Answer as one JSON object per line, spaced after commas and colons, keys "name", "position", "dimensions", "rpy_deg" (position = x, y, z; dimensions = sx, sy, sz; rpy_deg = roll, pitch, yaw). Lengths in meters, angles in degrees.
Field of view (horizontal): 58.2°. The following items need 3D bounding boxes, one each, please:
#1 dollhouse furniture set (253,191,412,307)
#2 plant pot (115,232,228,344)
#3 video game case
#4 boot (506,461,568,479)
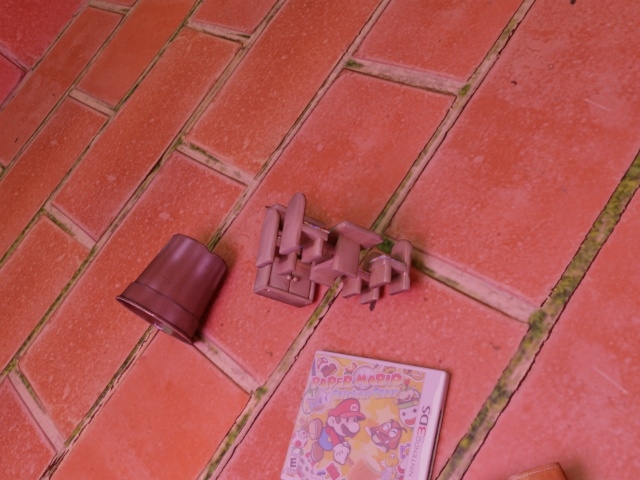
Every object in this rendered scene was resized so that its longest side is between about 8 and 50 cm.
{"name": "dollhouse furniture set", "position": [0.000, 0.000, 0.946], "dimensions": [0.242, 0.212, 0.160], "rpy_deg": [-26, 49, 51]}
{"name": "plant pot", "position": [-0.273, 0.086, 1.101], "dimensions": [0.167, 0.167, 0.165], "rpy_deg": [15, 65, 37]}
{"name": "video game case", "position": [0.064, 0.280, 0.858], "dimensions": [0.227, 0.026, 0.206], "rpy_deg": [2, 65, 33]}
{"name": "boot", "position": [0.300, 0.357, 0.626], "dimensions": [0.284, 0.109, 0.220], "rpy_deg": [-27, 52, 29]}
